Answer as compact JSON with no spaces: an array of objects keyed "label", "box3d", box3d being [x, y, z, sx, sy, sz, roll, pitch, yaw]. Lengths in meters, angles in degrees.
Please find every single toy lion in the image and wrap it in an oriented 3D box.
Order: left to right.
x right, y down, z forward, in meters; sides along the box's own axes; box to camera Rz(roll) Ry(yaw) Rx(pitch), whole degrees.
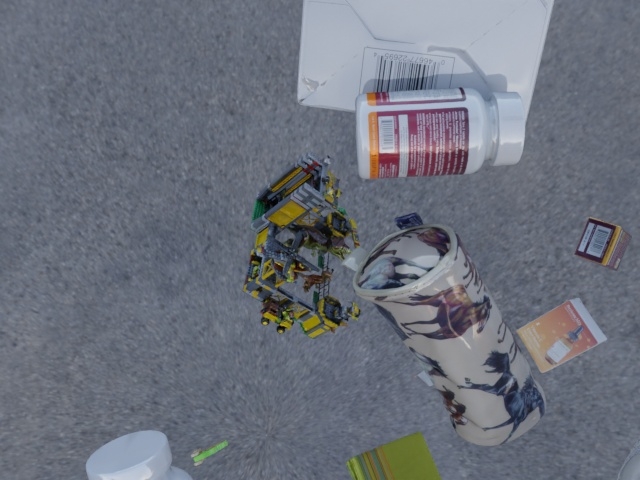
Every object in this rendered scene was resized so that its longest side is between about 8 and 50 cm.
[{"label":"toy lion","box3d":[-0.300,0.574,1.631,0.096,0.100,0.034,-23,81,-10]}]

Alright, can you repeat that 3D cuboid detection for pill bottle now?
[{"label":"pill bottle","box3d":[-0.160,0.281,0.564,0.103,0.103,0.184,-14,100,-9]},{"label":"pill bottle","box3d":[0.161,-0.150,0.836,0.221,0.121,0.121,-2,72,3]}]

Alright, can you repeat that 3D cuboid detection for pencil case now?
[{"label":"pencil case","box3d":[0.205,0.154,0.924,0.160,0.183,0.410,-46,121,-17]}]

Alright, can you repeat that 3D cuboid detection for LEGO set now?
[{"label":"LEGO set","box3d":[0.000,0.000,1.105,0.255,0.192,0.331,39,40,-22]}]

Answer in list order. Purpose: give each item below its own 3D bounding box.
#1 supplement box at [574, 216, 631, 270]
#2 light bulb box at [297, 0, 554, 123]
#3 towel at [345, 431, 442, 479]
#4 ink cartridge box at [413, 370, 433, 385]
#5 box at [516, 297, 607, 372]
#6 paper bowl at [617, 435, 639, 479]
[{"label":"supplement box","box3d":[0.730,0.012,1.540,0.080,0.188,0.104,24,97,35]},{"label":"light bulb box","box3d":[0.168,-0.351,1.020,0.357,0.361,0.225,9,114,6]},{"label":"towel","box3d":[0.134,0.404,1.041,0.021,0.237,0.102,-34,67,30]},{"label":"ink cartridge box","box3d":[0.383,0.371,1.755,0.189,0.232,0.066,-23,69,-11]},{"label":"box","box3d":[0.634,0.249,1.576,0.091,0.170,0.130,1,55,-51]},{"label":"paper bowl","box3d":[0.457,0.313,0.616,0.148,0.284,0.284,-35,78,-32]}]
